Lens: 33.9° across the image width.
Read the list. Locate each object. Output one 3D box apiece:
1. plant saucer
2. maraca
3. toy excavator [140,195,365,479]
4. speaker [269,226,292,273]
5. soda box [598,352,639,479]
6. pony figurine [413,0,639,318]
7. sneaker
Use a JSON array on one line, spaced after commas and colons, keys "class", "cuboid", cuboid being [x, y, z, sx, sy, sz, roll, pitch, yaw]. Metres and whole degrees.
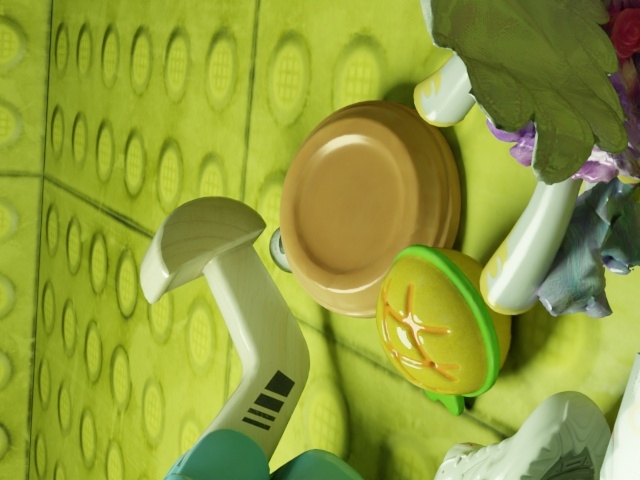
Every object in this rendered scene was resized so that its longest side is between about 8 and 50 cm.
[{"class": "plant saucer", "cuboid": [0.033, -0.030, 0.945, 0.200, 0.037, 0.199, -6, 80, 39]}, {"class": "maraca", "cuboid": [0.094, 0.074, 0.847, 0.127, 0.099, 0.185, 56, 159, 23]}, {"class": "toy excavator", "cuboid": [-0.069, 0.228, 1.014, 0.445, 0.433, 0.222, -56, 4, -34]}, {"class": "speaker", "cuboid": [0.000, 0.000, 1.061, 0.136, 0.055, 0.055, -15, 77, 61]}, {"class": "soda box", "cuboid": [0.215, 0.161, 0.661, 0.063, 0.058, 0.183, 39, 123, 55]}, {"class": "pony figurine", "cuboid": [0.164, -0.123, 0.585, 0.363, 0.303, 0.351, 100, 163, -49]}, {"class": "sneaker", "cuboid": [0.131, 0.183, 0.788, 0.232, 0.090, 0.115, -67, 32, 34]}]
